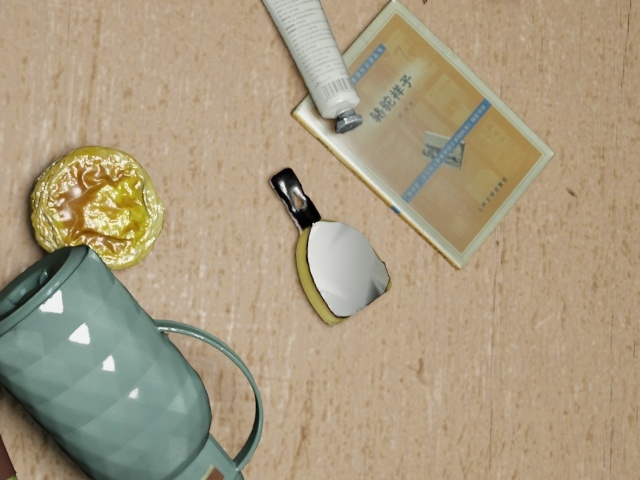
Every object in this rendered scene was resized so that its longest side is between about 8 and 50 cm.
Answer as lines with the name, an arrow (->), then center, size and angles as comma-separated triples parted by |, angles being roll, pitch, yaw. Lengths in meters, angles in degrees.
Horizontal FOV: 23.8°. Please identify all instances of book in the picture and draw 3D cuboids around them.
book -> 0.111, -0.111, 1.579 | 0.242, 0.018, 0.170 | 42, 76, -9

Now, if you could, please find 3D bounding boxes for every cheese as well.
cheese -> 0.000, 0.000, 1.528 | 0.086, 0.036, 0.162 | -33, 95, -13

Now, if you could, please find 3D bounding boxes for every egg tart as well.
egg tart -> -0.217, -0.026, 1.460 | 0.130, 0.052, 0.130 | 2, 84, -17

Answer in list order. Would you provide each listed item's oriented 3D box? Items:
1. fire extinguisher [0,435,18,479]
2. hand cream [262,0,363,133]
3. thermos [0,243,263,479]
fire extinguisher -> -0.354, 0.182, 1.375 | 0.141, 0.105, 0.341 | -23, 95, -18
hand cream -> -0.009, -0.198, 1.533 | 0.067, 0.042, 0.194 | -21, 75, -10
thermos -> -0.172, 0.138, 1.406 | 0.182, 0.145, 0.286 | -40, 108, 0
